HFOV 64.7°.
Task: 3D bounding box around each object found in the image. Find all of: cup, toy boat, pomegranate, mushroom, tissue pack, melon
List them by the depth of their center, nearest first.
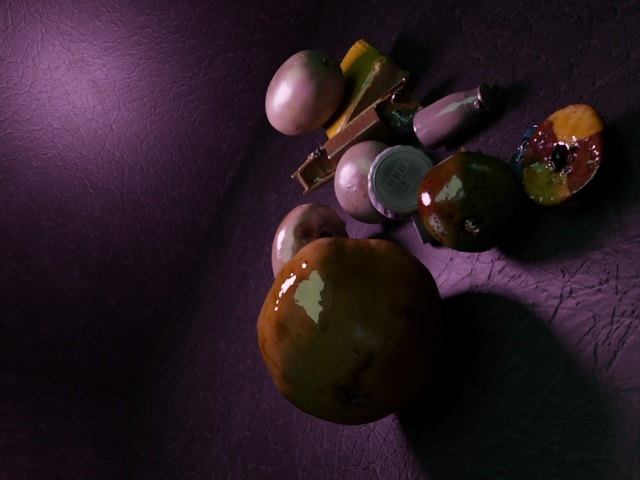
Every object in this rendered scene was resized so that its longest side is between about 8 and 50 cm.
[{"bbox_3d":[0.294,-0.099,0.984,0.198,0.198,0.246,-18,50,58],"label":"pomegranate"},{"bbox_3d":[0.412,-0.168,1.006,0.138,0.027,0.085,-66,25,8],"label":"tissue pack"},{"bbox_3d":[0.059,0.162,1.040,0.410,0.409,0.411,-44,33,39],"label":"pomegranate"},{"bbox_3d":[0.208,-0.116,1.157,0.167,0.221,0.202,-54,-6,7],"label":"cup"},{"bbox_3d":[0.028,0.035,1.336,0.289,0.292,0.293,-4,62,35],"label":"mushroom"},{"bbox_3d":[0.145,-0.159,1.375,0.226,0.177,0.227,21,117,49],"label":"mushroom"},{"bbox_3d":[0.105,-0.283,1.476,0.445,0.136,0.162,-34,6,27],"label":"toy boat"},{"bbox_3d":[-0.051,-0.471,1.624,0.317,0.222,0.223,-40,36,49],"label":"melon"}]

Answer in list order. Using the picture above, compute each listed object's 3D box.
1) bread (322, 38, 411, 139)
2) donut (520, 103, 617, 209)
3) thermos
[{"bbox_3d":[0.131,-0.472,1.681,0.324,0.143,0.333,-56,27,24],"label":"bread"},{"bbox_3d":[0.434,-0.138,0.880,0.166,0.073,0.184,-40,37,43],"label":"donut"},{"bbox_3d":[0.334,-0.312,1.210,0.193,0.105,0.137,-25,16,50],"label":"thermos"}]
